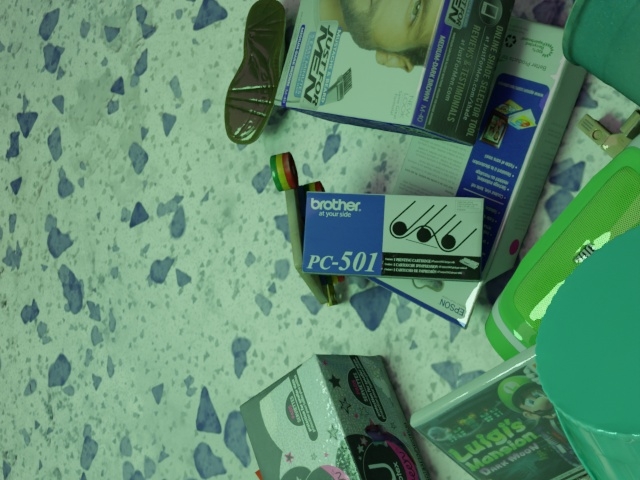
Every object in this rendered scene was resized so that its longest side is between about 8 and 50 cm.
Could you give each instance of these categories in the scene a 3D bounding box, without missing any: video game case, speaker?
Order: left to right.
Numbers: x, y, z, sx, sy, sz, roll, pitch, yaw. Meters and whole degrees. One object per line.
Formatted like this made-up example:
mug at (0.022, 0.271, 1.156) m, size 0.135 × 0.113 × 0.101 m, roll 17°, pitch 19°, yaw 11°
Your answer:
video game case at (0.225, 0.209, 1.050) m, size 0.190 × 0.173 × 0.022 m, roll -37°, pitch 20°, yaw 33°
speaker at (0.307, 0.018, 1.013) m, size 0.296 × 0.131 × 0.131 m, roll -54°, pitch 53°, yaw 23°

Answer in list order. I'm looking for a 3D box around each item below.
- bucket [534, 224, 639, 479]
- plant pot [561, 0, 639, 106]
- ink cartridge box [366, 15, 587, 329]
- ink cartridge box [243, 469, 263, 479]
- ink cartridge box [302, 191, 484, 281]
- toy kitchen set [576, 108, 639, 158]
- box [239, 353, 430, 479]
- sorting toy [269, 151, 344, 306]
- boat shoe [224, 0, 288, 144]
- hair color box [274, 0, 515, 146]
bucket at (0.340, 0.119, 0.852) m, size 0.281 × 0.183 × 0.281 m, roll -30°, pitch 32°, yaw 21°
plant pot at (0.411, -0.197, 0.871) m, size 0.255 × 0.272 × 0.271 m, roll 46°, pitch 115°, yaw 20°
ink cartridge box at (0.190, -0.092, 1.175) m, size 0.176 × 0.069 × 0.370 m, roll 27°, pitch 100°, yaw 40°
ink cartridge box at (-0.072, 0.397, 1.362) m, size 0.145 × 0.045 × 0.179 m, roll 48°, pitch 118°, yaw 35°
ink cartridge box at (0.086, -0.004, 1.116) m, size 0.207 × 0.046 × 0.097 m, roll 3°, pitch 86°, yaw 8°
toy kitchen set at (0.332, -0.137, 1.048) m, size 0.083 × 0.068 × 0.075 m, roll -54°, pitch 53°, yaw 22°
box at (0.026, 0.288, 1.220) m, size 0.163 × 0.142 × 0.247 m, roll -39°, pitch 61°, yaw 32°
sorting toy at (0.000, 0.000, 1.236) m, size 0.046 × 0.274 × 0.132 m, roll -12°, pitch 63°, yaw 10°
boat shoe at (-0.087, -0.249, 1.443) m, size 0.080 × 0.073 × 0.223 m, roll 10°, pitch 88°, yaw 18°
hair color box at (0.079, -0.235, 1.205) m, size 0.339 × 0.110 × 0.185 m, roll 20°, pitch 96°, yaw 57°
